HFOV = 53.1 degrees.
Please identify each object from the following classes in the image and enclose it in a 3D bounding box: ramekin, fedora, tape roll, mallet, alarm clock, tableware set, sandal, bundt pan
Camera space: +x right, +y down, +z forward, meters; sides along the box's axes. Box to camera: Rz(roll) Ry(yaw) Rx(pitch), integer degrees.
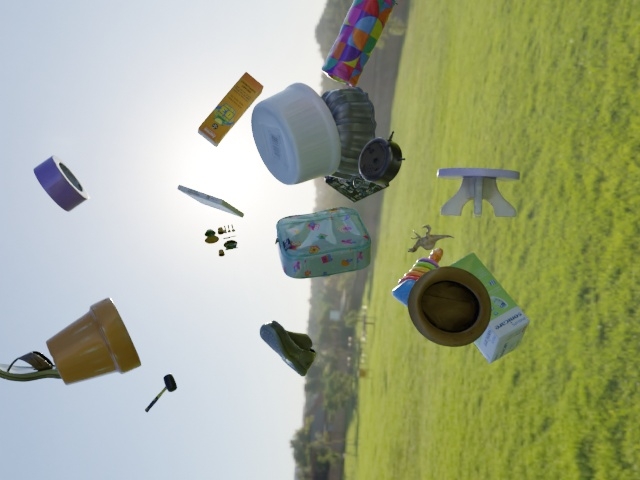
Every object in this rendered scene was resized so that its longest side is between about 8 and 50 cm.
[{"bbox_3d":[-0.078,-0.286,1.783,0.277,0.135,0.277,44,149,36],"label":"ramekin"},{"bbox_3d":[0.291,0.152,1.473,0.079,0.195,0.194,123,151,-82],"label":"fedora"},{"bbox_3d":[-0.892,-0.196,2.207,0.189,0.080,0.189,53,176,5],"label":"tape roll"},{"bbox_3d":[-0.591,0.558,2.345,0.039,0.190,0.062,16,-140,-47],"label":"mallet"},{"bbox_3d":[0.153,-0.215,1.821,0.192,0.064,0.129,-44,49,36],"label":"alarm clock"},{"bbox_3d":[-0.320,0.004,2.071,0.154,0.104,0.024,90,166,-58],"label":"tableware set"},{"bbox_3d":[-0.894,0.395,2.045,0.120,0.303,0.086,7,93,64],"label":"sandal"},{"bbox_3d":[0.052,-0.370,2.197,0.331,0.124,0.330,-4,85,62],"label":"bundt pan"}]

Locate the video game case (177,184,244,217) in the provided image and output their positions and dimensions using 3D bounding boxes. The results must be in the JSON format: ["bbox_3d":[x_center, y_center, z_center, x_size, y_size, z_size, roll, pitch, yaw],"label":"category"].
[{"bbox_3d":[-0.436,-0.155,2.566,0.026,0.207,0.227,-69,-19,-7],"label":"video game case"}]

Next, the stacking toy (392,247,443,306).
[{"bbox_3d":[0.434,0.135,2.628,0.301,0.166,0.175,-56,5,-33],"label":"stacking toy"}]

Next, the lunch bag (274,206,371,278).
[{"bbox_3d":[0.000,0.000,1.921,0.224,0.279,0.107,-108,14,-47],"label":"lunch bag"}]

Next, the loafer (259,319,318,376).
[{"bbox_3d":[-0.078,0.263,1.653,0.087,0.094,0.251,-48,-34,-14],"label":"loafer"}]

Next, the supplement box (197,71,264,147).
[{"bbox_3d":[-0.274,-0.398,1.953,0.233,0.078,0.080,-52,9,-6],"label":"supplement box"}]

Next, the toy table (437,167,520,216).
[{"bbox_3d":[0.543,-0.162,2.218,0.252,0.275,0.160,4,-91,-65],"label":"toy table"}]

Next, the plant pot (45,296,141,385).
[{"bbox_3d":[-0.598,0.279,1.672,0.205,0.188,0.205,48,153,35],"label":"plant pot"}]

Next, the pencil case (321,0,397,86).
[{"bbox_3d":[0.090,-0.482,1.505,0.236,0.105,0.104,-63,2,8],"label":"pencil case"}]

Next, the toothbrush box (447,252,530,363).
[{"bbox_3d":[0.506,0.214,2.018,0.283,0.122,0.206,57,167,31],"label":"toothbrush box"}]

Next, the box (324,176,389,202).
[{"bbox_3d":[0.145,-0.241,2.543,0.220,0.175,0.051,30,-137,-49],"label":"box"}]

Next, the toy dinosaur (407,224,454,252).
[{"bbox_3d":[0.409,-0.011,2.413,0.053,0.183,0.092,-6,-105,-70],"label":"toy dinosaur"}]
